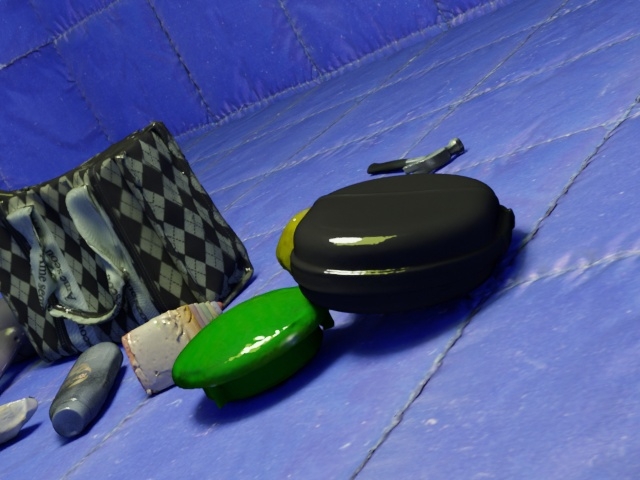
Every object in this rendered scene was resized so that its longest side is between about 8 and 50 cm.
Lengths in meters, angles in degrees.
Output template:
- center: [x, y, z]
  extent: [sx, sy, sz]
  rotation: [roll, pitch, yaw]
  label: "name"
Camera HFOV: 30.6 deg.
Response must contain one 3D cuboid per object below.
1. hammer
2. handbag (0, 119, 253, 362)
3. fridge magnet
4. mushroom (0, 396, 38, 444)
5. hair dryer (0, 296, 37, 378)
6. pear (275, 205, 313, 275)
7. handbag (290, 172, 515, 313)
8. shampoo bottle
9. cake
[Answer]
- center: [0.141, -0.129, 2.010]
  extent: [0.103, 0.029, 0.246]
  rotation: [-34, 13, -24]
  label: "hammer"
- center: [-0.359, 0.009, 1.863]
  extent: [0.416, 0.317, 0.180]
  rotation: [-19, 23, 35]
  label: "handbag"
- center: [-0.079, 0.120, 1.383]
  extent: [0.208, 0.088, 0.208]
  rotation: [-25, 14, 7]
  label: "fridge magnet"
- center: [-0.499, 0.277, 1.693]
  extent: [0.209, 0.071, 0.084]
  rotation: [-20, -17, 20]
  label: "mushroom"
- center: [-0.599, 0.231, 2.013]
  extent: [0.301, 0.121, 0.361]
  rotation: [-33, 17, 20]
  label: "hair dryer"
- center: [0.000, 0.000, 1.640]
  extent: [0.131, 0.107, 0.107]
  rotation: [-37, 14, -3]
  label: "pear"
- center: [0.096, -0.006, 1.371]
  extent: [0.254, 0.093, 0.308]
  rotation: [-5, 17, 15]
  label: "handbag"
- center: [-0.329, 0.208, 1.637]
  extent: [0.087, 0.049, 0.234]
  rotation: [-28, 13, 8]
  label: "shampoo bottle"
- center: [-0.203, 0.124, 1.625]
  extent: [0.109, 0.090, 0.225]
  rotation: [-30, 12, 7]
  label: "cake"
